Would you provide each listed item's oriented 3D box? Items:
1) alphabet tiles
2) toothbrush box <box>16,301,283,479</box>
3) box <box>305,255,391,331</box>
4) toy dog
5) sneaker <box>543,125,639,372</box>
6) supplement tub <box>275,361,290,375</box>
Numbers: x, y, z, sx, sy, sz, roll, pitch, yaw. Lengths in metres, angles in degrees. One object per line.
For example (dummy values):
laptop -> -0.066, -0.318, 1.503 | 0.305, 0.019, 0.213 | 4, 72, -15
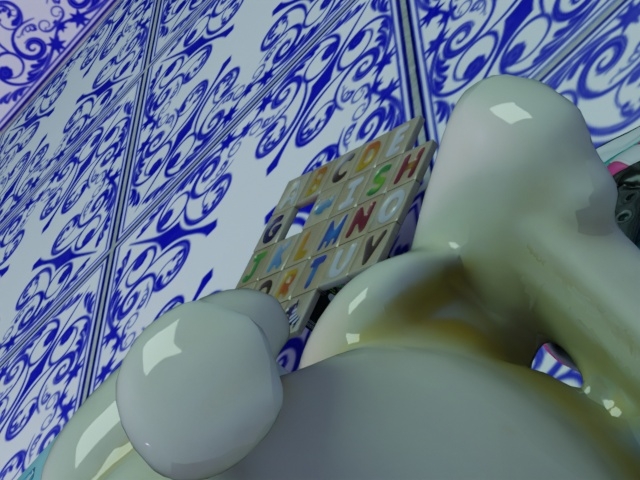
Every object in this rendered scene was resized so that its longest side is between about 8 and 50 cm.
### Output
alphabet tiles -> 0.000, 0.000, 1.254 | 0.237, 0.009, 0.198 | -24, 34, 54
toothbrush box -> -0.133, 0.217, 1.003 | 0.295, 0.126, 0.216 | -48, 20, 14
box -> 0.013, 0.032, 1.262 | 0.083, 0.052, 0.062 | -51, 21, 3
toy dog -> -0.024, 0.169, 0.637 | 0.408, 0.284, 0.395 | -28, -17, -35
sneaker -> 0.209, -0.023, 0.835 | 0.295, 0.123, 0.178 | -48, 15, 35
supplement tub -> -0.064, 0.145, 1.221 | 0.107, 0.071, 0.071 | -48, 21, 15
